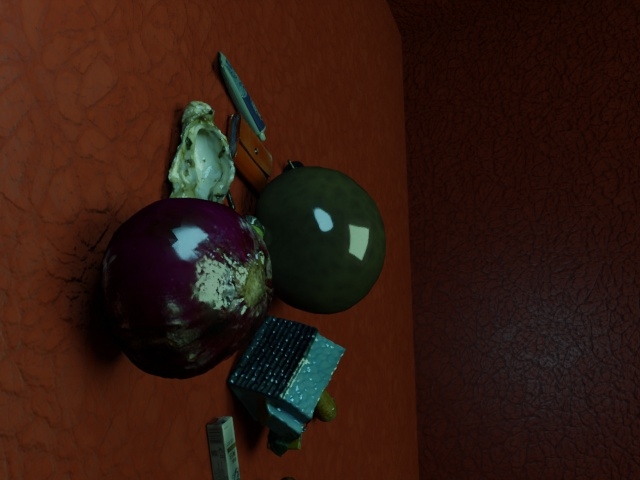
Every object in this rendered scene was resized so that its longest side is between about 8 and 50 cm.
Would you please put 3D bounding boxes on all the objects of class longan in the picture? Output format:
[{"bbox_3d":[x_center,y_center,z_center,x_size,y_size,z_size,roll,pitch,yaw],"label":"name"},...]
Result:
[{"bbox_3d":[0.000,0.000,1.814,0.404,0.336,0.405,5,80,-33],"label":"longan"}]

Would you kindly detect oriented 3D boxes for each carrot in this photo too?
[{"bbox_3d":[-0.025,0.441,2.018,0.078,0.078,0.298,-77,150,-43],"label":"carrot"}]

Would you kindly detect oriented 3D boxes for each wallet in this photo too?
[{"bbox_3d":[-0.185,-0.222,1.771,0.204,0.045,0.142,51,38,-59],"label":"wallet"}]

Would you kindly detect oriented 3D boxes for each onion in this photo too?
[{"bbox_3d":[-0.246,0.052,1.179,0.337,0.281,0.260,-57,136,-42],"label":"onion"}]

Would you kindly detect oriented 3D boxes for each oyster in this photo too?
[{"bbox_3d":[-0.275,-0.148,1.452,0.166,0.094,0.294,44,51,-36],"label":"oyster"}]

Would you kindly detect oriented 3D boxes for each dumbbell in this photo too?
[{"bbox_3d":[-0.071,-0.197,2.061,0.147,0.069,0.069,60,30,-50],"label":"dumbbell"}]

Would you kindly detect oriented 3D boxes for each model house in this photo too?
[{"bbox_3d":[-0.116,0.344,1.662,0.226,0.241,0.261,-53,-177,45],"label":"model house"}]

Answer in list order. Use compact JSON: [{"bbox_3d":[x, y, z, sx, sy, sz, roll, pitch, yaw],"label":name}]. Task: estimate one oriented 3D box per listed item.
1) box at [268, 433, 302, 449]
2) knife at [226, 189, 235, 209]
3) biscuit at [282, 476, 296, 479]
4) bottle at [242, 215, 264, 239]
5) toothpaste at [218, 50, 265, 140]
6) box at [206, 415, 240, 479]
[{"bbox_3d":[-0.086,0.473,1.785,0.023,0.086,0.155,61,29,-52],"label":"box"},{"bbox_3d":[-0.238,-0.146,1.646,0.023,0.010,0.170,-76,152,-58],"label":"knife"},{"bbox_3d":[-0.083,0.733,1.812,0.188,0.027,0.188,-5,90,-71],"label":"biscuit"},{"bbox_3d":[-0.188,0.053,1.576,0.112,0.112,0.260,66,25,-43],"label":"bottle"},{"bbox_3d":[-0.205,-0.366,1.764,0.268,0.047,0.069,62,41,-41],"label":"toothpaste"},{"bbox_3d":[-0.209,0.502,1.488,0.055,0.039,0.218,-22,105,-72],"label":"box"}]
